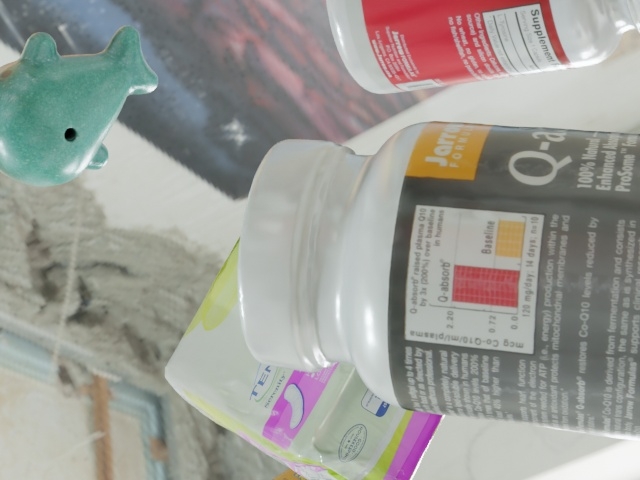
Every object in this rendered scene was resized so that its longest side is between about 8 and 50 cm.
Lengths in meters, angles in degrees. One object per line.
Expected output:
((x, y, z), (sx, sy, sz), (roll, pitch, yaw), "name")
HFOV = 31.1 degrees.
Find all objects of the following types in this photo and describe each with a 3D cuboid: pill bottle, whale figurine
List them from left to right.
((-0.331, -0.184, 1.565), (0.141, 0.272, 0.216), (25, 143, 48), "whale figurine")
((0.232, -0.315, 1.405), (0.229, 0.408, 0.229), (16, -109, -61), "pill bottle")
((0.107, 0.018, 0.622), (0.162, 0.278, 0.162), (5, -90, -74), "pill bottle")

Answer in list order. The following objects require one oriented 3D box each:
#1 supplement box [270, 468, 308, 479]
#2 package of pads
((-0.032, 0.380, 1.671), (0.078, 0.080, 0.233), (26, -156, 26), "supplement box")
((0.007, 0.069, 0.926), (0.101, 0.229, 0.296), (34, 171, -27), "package of pads")
